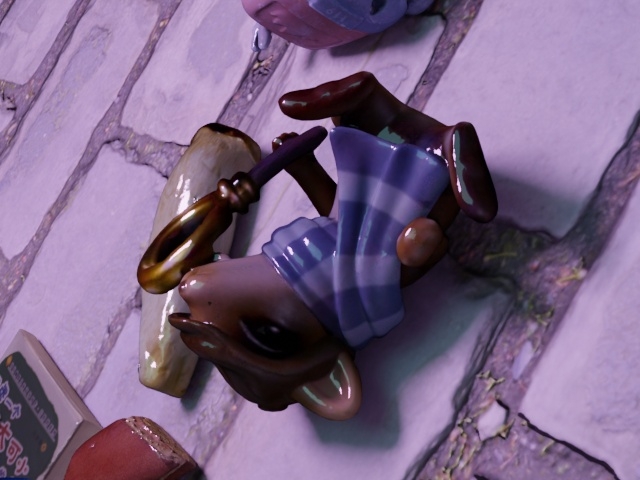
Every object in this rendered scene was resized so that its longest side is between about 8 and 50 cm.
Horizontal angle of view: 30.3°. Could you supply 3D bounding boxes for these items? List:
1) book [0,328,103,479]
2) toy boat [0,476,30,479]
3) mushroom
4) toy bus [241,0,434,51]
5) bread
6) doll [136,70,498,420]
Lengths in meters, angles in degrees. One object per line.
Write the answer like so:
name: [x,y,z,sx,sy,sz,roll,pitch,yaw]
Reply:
book: [-0.432,0.322,1.493,0.371,0.043,0.260,-57,40,2]
toy boat: [-0.365,0.391,1.306,0.070,0.210,0.292,2,108,24]
mushroom: [-0.154,0.016,1.375,0.107,0.087,0.333,-2,67,44]
toy bus: [0.007,-0.362,1.380,0.231,0.197,0.294,-23,52,48]
bread: [-0.222,0.248,1.303,0.192,0.067,0.119,-38,43,22]
doll: [-0.003,-0.003,1.131,0.340,0.209,0.318,-55,36,7]
